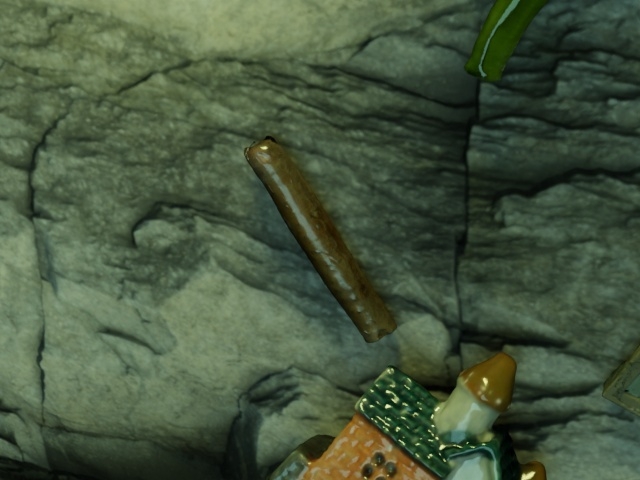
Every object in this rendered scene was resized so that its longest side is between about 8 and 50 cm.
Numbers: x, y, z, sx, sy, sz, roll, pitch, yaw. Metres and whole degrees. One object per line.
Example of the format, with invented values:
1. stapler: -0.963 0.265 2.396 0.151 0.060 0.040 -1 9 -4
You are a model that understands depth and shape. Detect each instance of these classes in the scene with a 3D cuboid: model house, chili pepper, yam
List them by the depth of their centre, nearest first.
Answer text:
1. chili pepper: 0.202 -0.233 0.930 0.052 0.050 0.202 31 120 -14
2. yam: 0.000 0.000 1.108 0.046 0.046 0.264 -27 103 27
3. model house: 0.132 0.247 1.119 0.271 0.190 0.301 38 101 17

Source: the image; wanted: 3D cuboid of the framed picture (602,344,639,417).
1. framed picture: 0.469 0.103 0.974 0.247 0.022 0.335 30 127 2
